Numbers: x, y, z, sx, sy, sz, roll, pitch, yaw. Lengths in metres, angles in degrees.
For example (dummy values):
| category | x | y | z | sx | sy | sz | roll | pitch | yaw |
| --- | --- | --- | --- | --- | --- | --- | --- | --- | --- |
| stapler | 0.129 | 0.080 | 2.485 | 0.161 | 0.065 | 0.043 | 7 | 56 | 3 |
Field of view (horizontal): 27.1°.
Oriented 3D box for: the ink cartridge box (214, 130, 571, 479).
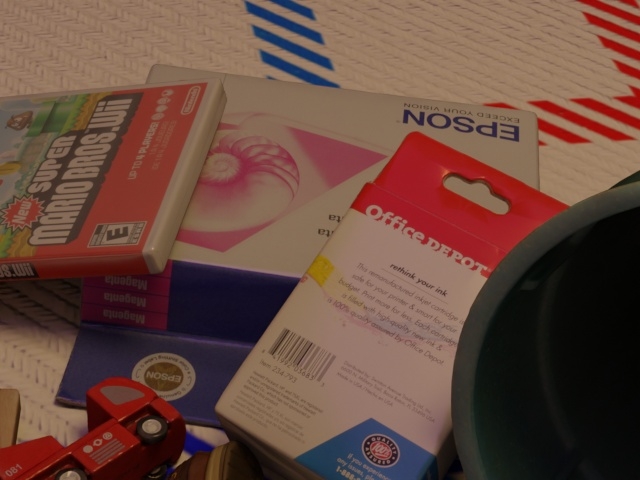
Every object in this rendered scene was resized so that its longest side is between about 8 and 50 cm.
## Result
| category | x | y | z | sx | sy | sz | roll | pitch | yaw |
| --- | --- | --- | --- | --- | --- | --- | --- | --- | --- |
| ink cartridge box | 0.053 | 0.058 | 0.849 | 0.134 | 0.078 | 0.231 | 29 | 71 | 19 |

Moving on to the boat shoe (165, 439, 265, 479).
| category | x | y | z | sx | sy | sz | roll | pitch | yaw |
| --- | --- | --- | --- | --- | --- | --- | --- | --- | --- |
| boat shoe | -0.075 | 0.197 | 0.767 | 0.060 | 0.064 | 0.178 | -17 | 37 | 22 |

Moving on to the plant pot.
| category | x | y | z | sx | sy | sz | roll | pitch | yaw |
| --- | --- | --- | --- | --- | --- | --- | --- | --- | --- |
| plant pot | 0.300 | 0.049 | 0.798 | 0.341 | 0.341 | 0.334 | 24 | 36 | 18 |

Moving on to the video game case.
| category | x | y | z | sx | sy | sz | roll | pitch | yaw |
| --- | --- | --- | --- | --- | --- | --- | --- | --- | --- |
| video game case | -0.225 | -0.043 | 0.971 | 0.285 | 0.025 | 0.204 | -3 | 40 | 15 |

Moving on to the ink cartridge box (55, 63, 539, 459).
| category | x | y | z | sx | sy | sz | roll | pitch | yaw |
| --- | --- | --- | --- | --- | --- | --- | --- | --- | --- |
| ink cartridge box | 0.000 | 0.000 | 0.983 | 0.324 | 0.071 | 0.330 | 8 | 40 | 1 |

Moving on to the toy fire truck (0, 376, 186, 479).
| category | x | y | z | sx | sy | sz | roll | pitch | yaw |
| --- | --- | --- | --- | --- | --- | --- | --- | --- | --- |
| toy fire truck | -0.195 | 0.133 | 0.824 | 0.135 | 0.047 | 0.192 | 34 | 48 | 29 |
